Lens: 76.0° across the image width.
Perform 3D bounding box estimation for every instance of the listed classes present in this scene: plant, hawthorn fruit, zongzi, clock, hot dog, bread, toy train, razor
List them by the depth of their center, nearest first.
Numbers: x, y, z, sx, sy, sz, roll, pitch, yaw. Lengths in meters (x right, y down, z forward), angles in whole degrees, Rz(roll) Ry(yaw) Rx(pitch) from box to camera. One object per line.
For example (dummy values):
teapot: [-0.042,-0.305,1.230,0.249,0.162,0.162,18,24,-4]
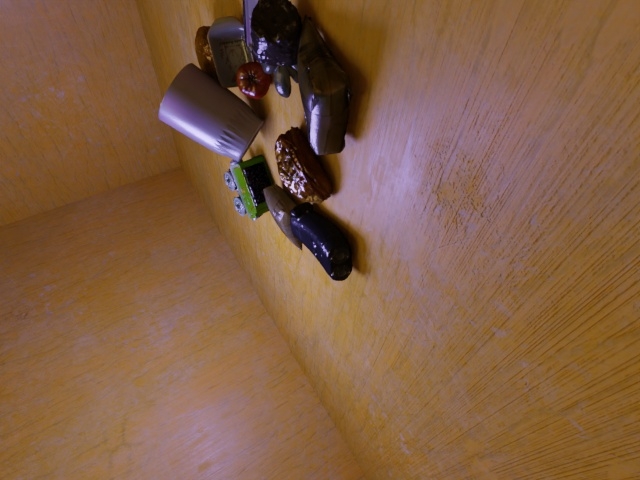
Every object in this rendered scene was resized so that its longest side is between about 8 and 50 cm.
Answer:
zongzi: [-0.006,-0.411,1.120,0.260,0.122,0.289,92,162,-60]
plant: [-0.111,-0.543,1.167,0.275,0.148,0.147,82,-158,-74]
clock: [-0.180,-0.668,1.278,0.147,0.071,0.192,54,156,27]
hot dog: [-0.064,-0.246,1.397,0.273,0.122,0.196,64,159,8]
hawthorn fruit: [-0.241,-0.570,1.461,0.140,0.125,0.125,29,138,54]
razor: [0.003,-0.002,1.514,0.327,0.107,0.189,46,152,43]
bread: [-0.427,-0.750,1.674,0.240,0.138,0.240,49,153,36]
zongzi: [-0.150,-0.101,1.791,0.228,0.114,0.256,51,165,41]
toy train: [-0.326,-0.251,1.953,0.248,0.173,0.308,4,117,56]

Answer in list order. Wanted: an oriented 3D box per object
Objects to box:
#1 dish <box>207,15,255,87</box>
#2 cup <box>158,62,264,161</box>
dish: [-0.322,-0.701,1.525,0.064,0.153,0.235,-82,-16,-57]
cup: [-0.432,-0.501,1.636,0.371,0.254,0.253,32,162,-11]
